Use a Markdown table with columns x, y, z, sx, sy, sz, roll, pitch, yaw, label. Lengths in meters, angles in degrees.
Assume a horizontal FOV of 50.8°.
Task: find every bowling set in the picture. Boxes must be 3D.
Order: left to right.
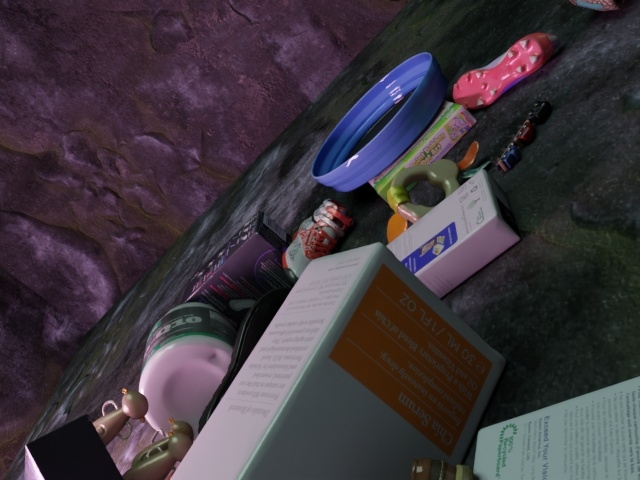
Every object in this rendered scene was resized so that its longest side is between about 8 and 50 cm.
| x | y | z | sx | sy | sz | roll | pitch | yaw | label |
| --- | --- | --- | --- | --- | --- | --- | --- | --- | --- |
| -0.245 | 0.378 | 1.144 | 0.154 | 0.287 | 0.200 | -40 | -15 | 7 | bowling set |

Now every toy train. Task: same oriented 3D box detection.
| x | y | z | sx | sy | sz | roll | pitch | yaw | label |
| --- | --- | --- | --- | --- | --- | --- | --- | --- | --- |
| 0.345 | -0.178 | 1.143 | 0.158 | 0.027 | 0.036 | -53 | 28 | -15 | toy train |

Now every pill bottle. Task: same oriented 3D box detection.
| x | y | z | sx | sy | sz | roll | pitch | yaw | label |
| --- | --- | --- | --- | --- | --- | --- | --- | --- | --- |
| -0.255 | 0.248 | 1.370 | 0.204 | 0.204 | 0.361 | -49 | 14 | -2 | pill bottle |

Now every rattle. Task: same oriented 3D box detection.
| x | y | z | sx | sy | sz | roll | pitch | yaw | label |
| --- | --- | --- | --- | --- | --- | --- | --- | --- | --- |
| 0.216 | -0.076 | 1.230 | 0.199 | 0.143 | 0.130 | -39 | 43 | -25 | rattle |

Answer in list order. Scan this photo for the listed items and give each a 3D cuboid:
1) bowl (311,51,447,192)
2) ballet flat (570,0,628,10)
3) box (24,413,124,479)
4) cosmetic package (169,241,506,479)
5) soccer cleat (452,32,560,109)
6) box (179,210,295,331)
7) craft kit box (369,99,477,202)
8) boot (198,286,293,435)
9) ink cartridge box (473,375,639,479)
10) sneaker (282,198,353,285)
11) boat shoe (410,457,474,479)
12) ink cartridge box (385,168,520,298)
| x | y | z | sx | sy | sz | roll | pitch | yaw | label |
| --- | --- | --- | --- | --- | --- | --- | --- | --- | --- |
| 0.138 | -0.270 | 1.580 | 0.391 | 0.077 | 0.391 | -43 | 18 | 17 | bowl |
| 0.639 | -0.598 | 1.170 | 0.483 | 0.164 | 0.182 | -50 | 38 | 13 | ballet flat |
| -0.375 | 0.413 | 1.048 | 0.103 | 0.184 | 0.261 | -21 | -25 | -35 | box |
| -0.005 | 0.251 | 0.729 | 0.161 | 0.230 | 0.453 | -16 | 37 | 58 | cosmetic package |
| 0.371 | -0.339 | 1.366 | 0.095 | 0.083 | 0.248 | -24 | -4 | -34 | soccer cleat |
| -0.178 | 0.090 | 1.596 | 0.270 | 0.165 | 0.143 | -42 | 18 | 16 | box |
| 0.205 | -0.209 | 1.501 | 0.250 | 0.061 | 0.247 | -46 | 15 | 9 | craft kit box |
| -0.048 | 0.198 | 1.108 | 0.260 | 0.131 | 0.348 | -33 | 29 | 50 | boot |
| 0.235 | 0.232 | 0.456 | 0.330 | 0.071 | 0.324 | -33 | 21 | 38 | ink cartridge box |
| -0.001 | -0.001 | 1.491 | 0.145 | 0.090 | 0.270 | -44 | 15 | 21 | sneaker |
| 0.088 | 0.280 | 0.627 | 0.064 | 0.060 | 0.178 | -48 | -25 | -74 | boat shoe |
| 0.156 | 0.038 | 1.074 | 0.332 | 0.065 | 0.165 | -39 | 20 | 24 | ink cartridge box |
